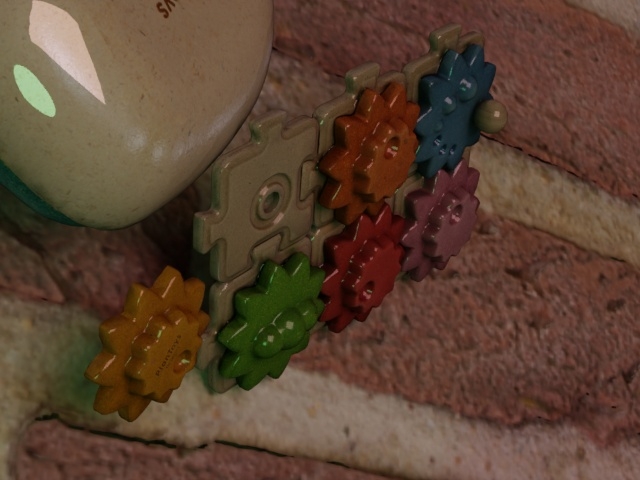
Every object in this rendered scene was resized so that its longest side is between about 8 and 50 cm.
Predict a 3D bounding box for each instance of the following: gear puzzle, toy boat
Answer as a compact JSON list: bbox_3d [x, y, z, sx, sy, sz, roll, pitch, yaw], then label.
[{"bbox_3d":[0.000,0.000,0.839,0.339,0.044,0.175,-31,137,-41],"label":"gear puzzle"},{"bbox_3d":[-0.160,-0.165,0.776,0.318,0.148,0.267,54,35,-16],"label":"toy boat"}]
